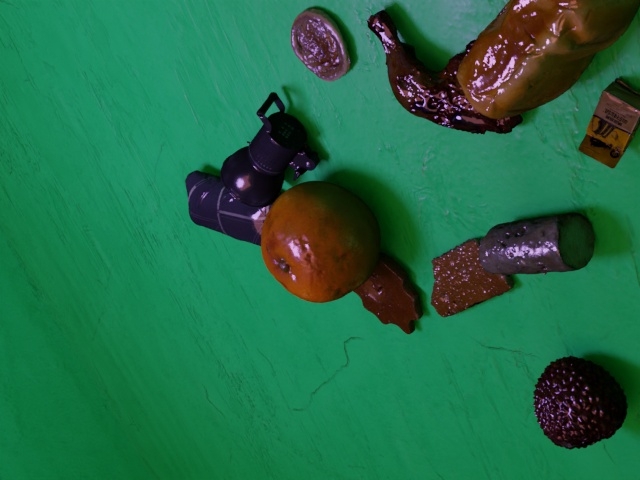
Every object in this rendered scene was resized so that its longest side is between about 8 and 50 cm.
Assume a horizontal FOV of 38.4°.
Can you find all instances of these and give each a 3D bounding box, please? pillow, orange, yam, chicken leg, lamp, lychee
[{"bbox_3d":[-0.200,-0.074,2.218,0.335,0.093,0.161,19,132,34],"label":"pillow"},{"bbox_3d":[0.000,0.000,1.957,0.261,0.261,0.261,28,140,26],"label":"orange"},{"bbox_3d":[0.385,0.010,1.664,0.194,0.107,0.107,-8,117,51],"label":"yam"},{"bbox_3d":[0.209,-0.283,1.611,0.323,0.083,0.177,26,130,26],"label":"chicken leg"},{"bbox_3d":[-0.100,-0.186,1.987,0.172,0.147,0.227,37,138,-7],"label":"lamp"},{"bbox_3d":[0.498,0.313,1.779,0.188,0.188,0.188,28,140,26],"label":"lychee"}]

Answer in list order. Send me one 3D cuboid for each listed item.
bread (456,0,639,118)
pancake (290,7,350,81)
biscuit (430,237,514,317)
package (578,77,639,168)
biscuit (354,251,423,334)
[{"bbox_3d":[0.340,-0.304,1.371,0.294,0.167,0.132,-46,63,56],"label":"bread"},{"bbox_3d":[0.001,-0.376,1.778,0.152,0.025,0.151,28,139,28],"label":"pancake"},{"bbox_3d":[0.289,0.079,1.900,0.131,0.026,0.237,52,145,-3],"label":"biscuit"},{"bbox_3d":[0.464,-0.184,1.449,0.071,0.047,0.131,31,143,19],"label":"package"},{"bbox_3d":[0.153,0.121,2.077,0.182,0.034,0.215,-14,114,52],"label":"biscuit"}]
